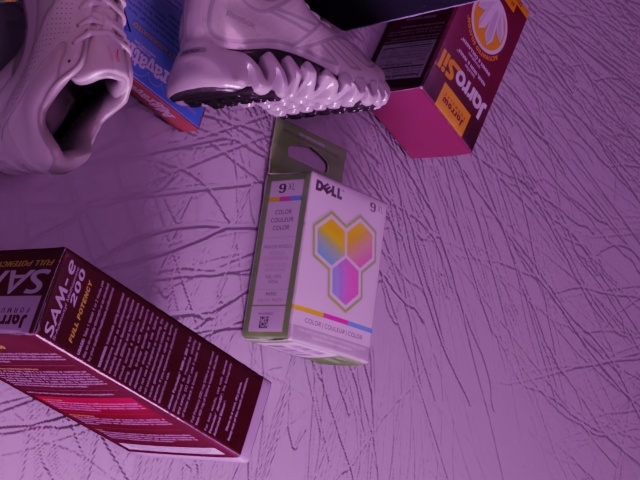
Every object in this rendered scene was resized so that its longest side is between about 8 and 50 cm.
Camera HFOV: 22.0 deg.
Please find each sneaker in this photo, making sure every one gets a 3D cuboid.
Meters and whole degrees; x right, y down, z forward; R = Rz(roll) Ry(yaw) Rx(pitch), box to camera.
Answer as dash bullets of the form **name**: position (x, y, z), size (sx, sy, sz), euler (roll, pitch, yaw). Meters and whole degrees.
- **sneaker**: position (-0.026, -0.167, 1.412), size (0.292, 0.110, 0.118), euler (3, 82, -62)
- **sneaker**: position (-0.170, -0.151, 1.221), size (0.090, 0.115, 0.232), euler (12, 94, -43)

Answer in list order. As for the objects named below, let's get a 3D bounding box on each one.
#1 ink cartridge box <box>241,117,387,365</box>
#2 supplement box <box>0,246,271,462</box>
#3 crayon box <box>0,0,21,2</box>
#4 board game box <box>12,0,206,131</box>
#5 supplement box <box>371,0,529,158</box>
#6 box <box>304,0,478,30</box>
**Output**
- **ink cartridge box**: position (0.000, 0.000, 1.488), size (0.109, 0.062, 0.209), euler (21, 71, -46)
- **supplement box**: position (-0.163, 0.090, 1.240), size (0.239, 0.130, 0.073), euler (38, 60, -43)
- **crayon box**: position (-0.182, -0.319, 1.085), size (0.083, 0.203, 0.323), euler (21, 96, -8)
- **board game box**: position (-0.175, -0.219, 1.323), size (0.281, 0.027, 0.145), euler (38, 59, -42)
- **supplement box**: position (0.124, -0.186, 1.630), size (0.104, 0.080, 0.188), euler (48, 54, -37)
- **box**: position (0.003, -0.397, 1.409), size (0.343, 0.179, 0.313), euler (27, 64, -47)
